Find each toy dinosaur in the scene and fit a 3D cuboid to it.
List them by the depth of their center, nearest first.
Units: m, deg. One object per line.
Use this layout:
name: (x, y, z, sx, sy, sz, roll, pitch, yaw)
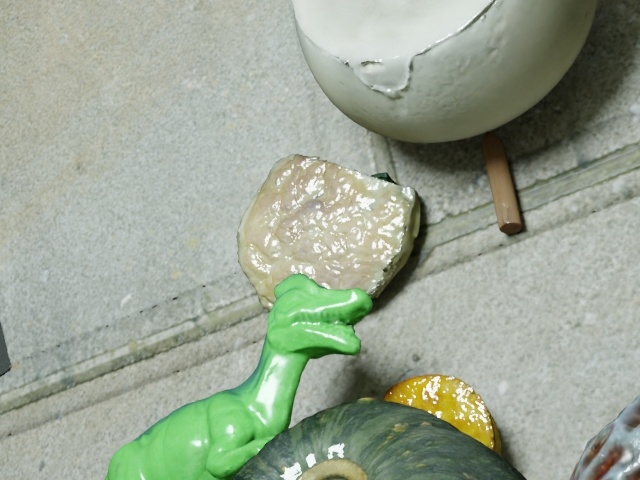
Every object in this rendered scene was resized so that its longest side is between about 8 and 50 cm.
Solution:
toy dinosaur: (-0.185, 0.206, 1.412, 0.500, 0.144, 0.374, 0, 69, 44)

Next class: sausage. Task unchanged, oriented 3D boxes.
sausage: (0.184, -0.060, 1.424, 0.026, 0.026, 0.116, -21, 58, 20)

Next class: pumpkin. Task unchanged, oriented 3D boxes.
pumpkin: (0.062, 0.294, 1.126, 0.291, 0.257, 0.328, -46, 37, 0)

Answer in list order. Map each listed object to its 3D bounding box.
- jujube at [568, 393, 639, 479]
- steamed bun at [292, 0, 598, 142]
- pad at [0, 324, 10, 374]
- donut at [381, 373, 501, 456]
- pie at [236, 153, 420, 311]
jujube: (0.358, 0.194, 1.088, 0.317, 0.226, 0.226, -24, 57, 16)
steamed bun: (0.132, -0.251, 1.432, 0.324, 0.206, 0.324, -14, 58, 24)
pad: (-0.475, 0.153, 1.717, 0.211, 0.003, 0.143, -31, 55, 13)
donut: (0.108, 0.205, 1.321, 0.152, 0.058, 0.151, -13, 62, 25)
pie: (-0.002, -0.001, 1.487, 0.218, 0.052, 0.185, 20, 77, 33)
